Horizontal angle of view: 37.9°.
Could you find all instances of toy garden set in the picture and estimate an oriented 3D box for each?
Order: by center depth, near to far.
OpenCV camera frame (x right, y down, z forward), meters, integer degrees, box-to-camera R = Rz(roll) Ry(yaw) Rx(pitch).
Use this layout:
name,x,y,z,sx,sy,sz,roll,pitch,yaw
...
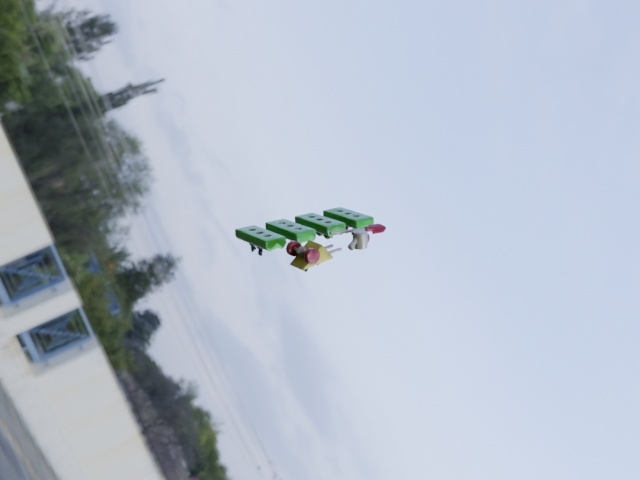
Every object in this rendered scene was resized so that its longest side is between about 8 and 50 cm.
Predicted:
name,x,y,z,sx,sy,sz,roll,pitch,yaw
toy garden set,0.000,0.000,1.708,0.203,0.244,0.049,20,-63,52
